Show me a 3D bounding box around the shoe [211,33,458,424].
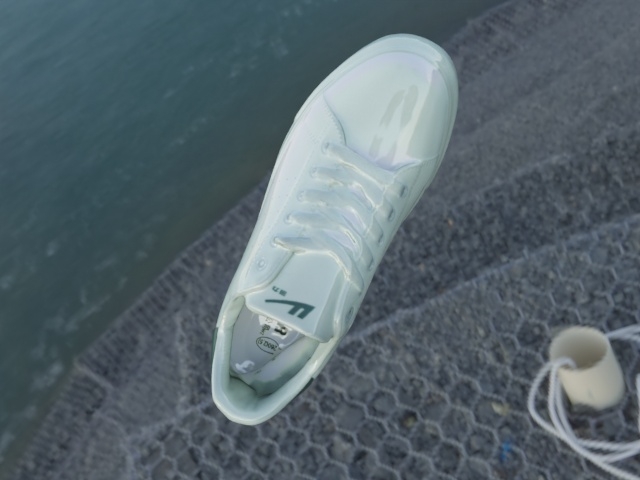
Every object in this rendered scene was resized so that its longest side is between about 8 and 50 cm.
[{"bbox_3d":[0.000,0.000,0.897,0.363,0.132,0.160,-62,4,24],"label":"shoe"}]
